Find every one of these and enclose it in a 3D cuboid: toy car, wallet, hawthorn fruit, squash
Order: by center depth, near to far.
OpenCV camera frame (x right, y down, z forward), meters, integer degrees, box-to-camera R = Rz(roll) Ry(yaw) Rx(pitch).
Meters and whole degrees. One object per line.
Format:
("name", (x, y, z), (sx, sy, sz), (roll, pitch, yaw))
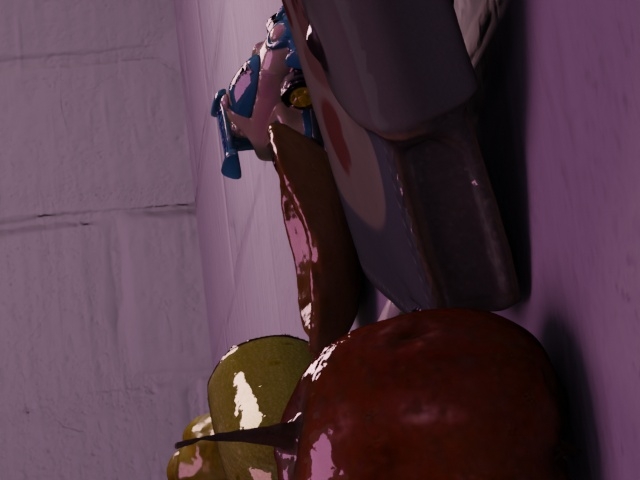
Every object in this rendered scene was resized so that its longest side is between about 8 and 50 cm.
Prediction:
("hawthorn fruit", (0.041, 0.097, 0.908), (0.149, 0.189, 0.149), (21, -90, -82))
("wallet", (0.022, -0.131, 1.019), (0.252, 0.083, 0.360), (-133, 24, -73))
("squash", (-0.028, 0.185, 1.609), (0.247, 0.133, 0.132), (-115, 21, -70))
("toy car", (-0.052, -0.140, 1.697), (0.161, 0.098, 0.126), (91, 168, -50))

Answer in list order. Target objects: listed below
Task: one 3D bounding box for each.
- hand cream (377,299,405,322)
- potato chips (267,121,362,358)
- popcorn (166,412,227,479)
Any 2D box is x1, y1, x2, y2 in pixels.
("hand cream", (0.058, 0.075, 1.251), (0.142, 0.053, 0.084), (-69, -22, -71))
("potato chips", (0.000, -0.001, 1.535), (0.208, 0.062, 0.195), (-108, 10, -55))
("popcorn", (-0.076, 0.328, 1.933), (0.225, 0.174, 0.285), (85, 178, -77))
